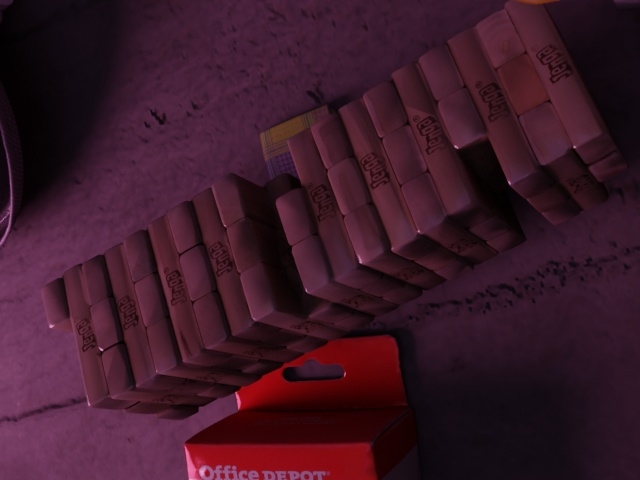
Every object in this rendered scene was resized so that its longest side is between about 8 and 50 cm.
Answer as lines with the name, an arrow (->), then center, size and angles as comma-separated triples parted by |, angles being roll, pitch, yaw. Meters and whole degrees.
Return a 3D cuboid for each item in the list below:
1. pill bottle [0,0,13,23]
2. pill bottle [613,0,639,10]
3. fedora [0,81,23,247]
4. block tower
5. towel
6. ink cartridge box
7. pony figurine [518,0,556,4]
pill bottle -> -0.264, -0.163, 0.666 | 0.083, 0.043, 0.043 | -30, 85, 25
pill bottle -> 0.238, -0.167, 0.401 | 0.216, 0.121, 0.121 | -5, 95, 25
fedora -> -0.342, -0.085, 0.635 | 0.244, 0.124, 0.275 | -33, 94, 39
block tower -> 0.000, 0.000, 0.521 | 0.335, 0.091, 0.097 | -28, 65, 20
towel -> -0.005, -0.039, 0.587 | 0.060, 0.009, 0.083 | -19, 88, 26
ink cartridge box -> -0.005, 0.183, 0.580 | 0.134, 0.078, 0.231 | -7, 94, 25
pony figurine -> 0.038, -0.267, 0.369 | 0.351, 0.363, 0.303 | 28, 139, 17
